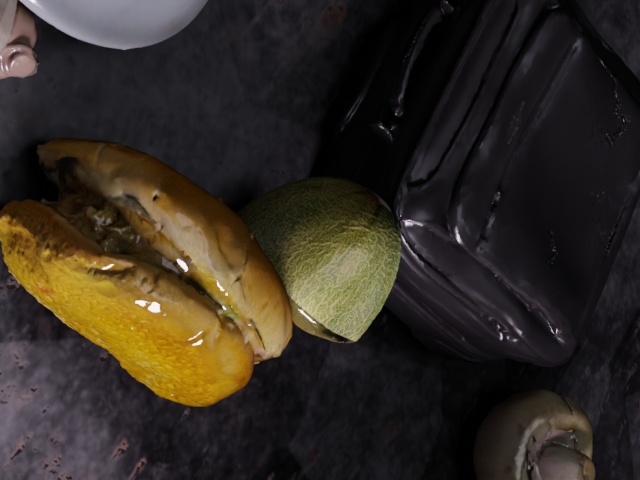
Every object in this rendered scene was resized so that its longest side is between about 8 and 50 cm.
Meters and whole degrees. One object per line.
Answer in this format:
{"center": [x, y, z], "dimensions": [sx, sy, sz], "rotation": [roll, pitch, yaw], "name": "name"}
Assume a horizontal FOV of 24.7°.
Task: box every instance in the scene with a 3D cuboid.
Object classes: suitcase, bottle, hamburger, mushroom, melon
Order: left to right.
{"center": [-0.266, -0.171, 1.050], "dimensions": [0.152, 0.099, 0.099], "rotation": [32, 71, -52], "name": "bottle"}
{"center": [-0.114, 0.032, 1.177], "dimensions": [0.283, 0.156, 0.144], "rotation": [45, 62, -36], "name": "hamburger"}
{"center": [0.000, 0.000, 1.273], "dimensions": [0.128, 0.160, 0.079], "rotation": [-42, 164, 3], "name": "melon"}
{"center": [0.166, -0.078, 1.459], "dimensions": [0.339, 0.188, 0.345], "rotation": [41, 66, -34], "name": "suitcase"}
{"center": [0.238, 0.238, 1.591], "dimensions": [0.154, 0.122, 0.154], "rotation": [-15, 112, -43], "name": "mushroom"}

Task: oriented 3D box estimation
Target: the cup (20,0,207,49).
{"center": [-0.118, -0.328, 1.080], "dimensions": [0.347, 0.163, 0.347], "rotation": [17, 69, -52], "name": "cup"}
